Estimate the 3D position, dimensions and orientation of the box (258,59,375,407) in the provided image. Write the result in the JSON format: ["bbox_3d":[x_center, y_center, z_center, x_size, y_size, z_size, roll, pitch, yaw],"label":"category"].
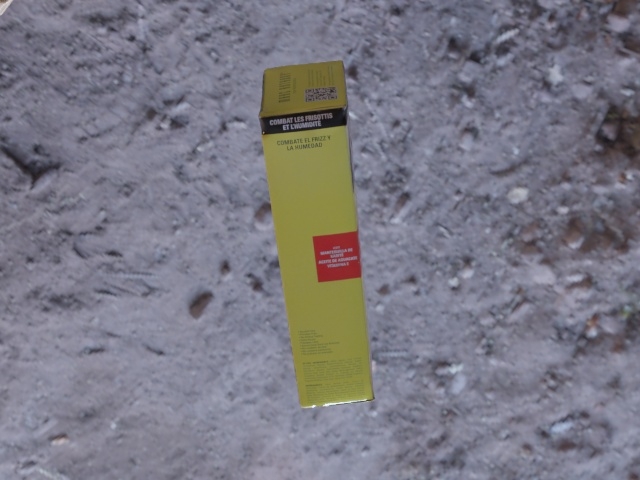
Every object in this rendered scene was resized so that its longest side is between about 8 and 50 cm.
[{"bbox_3d":[0.000,0.000,0.683,0.058,0.087,0.232,-5,119,2],"label":"box"}]

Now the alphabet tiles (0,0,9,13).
[{"bbox_3d":[-0.372,-0.386,1.305,0.021,0.278,0.284,36,57,-20],"label":"alphabet tiles"}]
